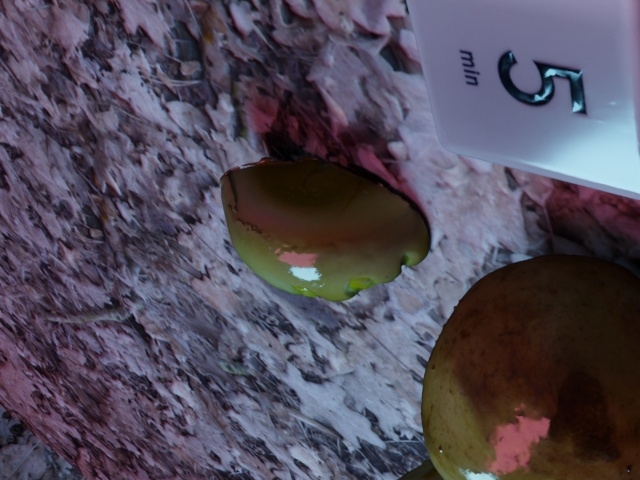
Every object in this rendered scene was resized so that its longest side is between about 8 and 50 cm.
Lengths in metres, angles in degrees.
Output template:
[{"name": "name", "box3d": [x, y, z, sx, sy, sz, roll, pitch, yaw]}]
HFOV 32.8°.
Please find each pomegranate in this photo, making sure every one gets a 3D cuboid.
[{"name": "pomegranate", "box3d": [0.233, 0.153, 1.080, 0.281, 0.281, 0.281, 32, 148, 23]}]

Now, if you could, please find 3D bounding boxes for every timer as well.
[{"name": "timer", "box3d": [0.200, -0.170, 0.802, 0.195, 0.192, 0.194, 20, 141, 38]}]

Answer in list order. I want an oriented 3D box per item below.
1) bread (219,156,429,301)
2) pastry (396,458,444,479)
[{"name": "bread", "box3d": [-0.014, 0.000, 1.322, 0.260, 0.156, 0.158, 26, 143, 32]}, {"name": "pastry", "box3d": [0.223, 0.474, 1.422, 0.312, 0.389, 0.388, 17, 172, -40]}]
